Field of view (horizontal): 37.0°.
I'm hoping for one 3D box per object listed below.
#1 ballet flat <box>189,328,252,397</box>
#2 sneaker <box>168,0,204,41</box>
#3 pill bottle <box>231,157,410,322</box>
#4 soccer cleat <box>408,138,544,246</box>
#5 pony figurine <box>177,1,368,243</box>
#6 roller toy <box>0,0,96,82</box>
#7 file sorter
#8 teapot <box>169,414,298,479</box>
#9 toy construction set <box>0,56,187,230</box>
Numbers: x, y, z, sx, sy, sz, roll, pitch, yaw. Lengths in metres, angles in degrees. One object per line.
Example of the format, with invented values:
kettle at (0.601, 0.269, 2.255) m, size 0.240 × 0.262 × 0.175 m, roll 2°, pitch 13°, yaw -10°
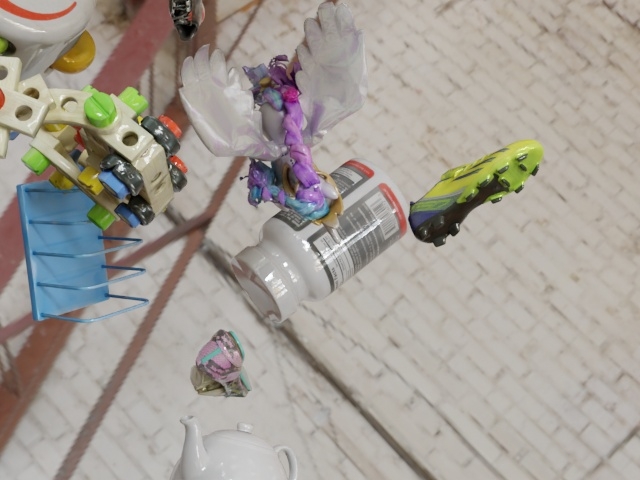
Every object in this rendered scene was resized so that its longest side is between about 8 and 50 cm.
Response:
ballet flat at (-0.141, 0.179, 1.311) m, size 0.077 × 0.079 × 0.221 m, roll 60°, pitch -11°, yaw 16°
sneaker at (-0.206, -0.365, 1.465) m, size 0.061 × 0.065 × 0.158 m, roll 4°, pitch -28°, yaw 6°
pill bottle at (0.000, 0.000, 2.053) m, size 0.210 × 0.363 × 0.210 m, roll 45°, pitch -21°, yaw 22°
soccer cleat at (0.267, -0.105, 1.710) m, size 0.289 × 0.093 × 0.121 m, roll -39°, pitch -134°, yaw 30°
pony figurine at (-0.059, -0.189, 1.572) m, size 0.363 × 0.302 × 0.351 m, roll -132°, pitch -157°, yaw -70°
roller toy at (-0.392, -0.301, 1.206) m, size 0.146 × 0.209 × 0.191 m, roll -34°, pitch -107°, yaw 48°
file sorter at (-0.288, 0.007, 1.190) m, size 0.104 × 0.118 × 0.170 m, roll 3°, pitch -78°, yaw 35°
teapot at (-0.163, 0.449, 1.857) m, size 0.252 × 0.187 × 0.256 m, roll 15°, pitch -18°, yaw -1°
toy construction set at (-0.256, -0.110, 1.023) m, size 0.215 × 0.151 × 0.327 m, roll 38°, pitch -1°, yaw 8°
